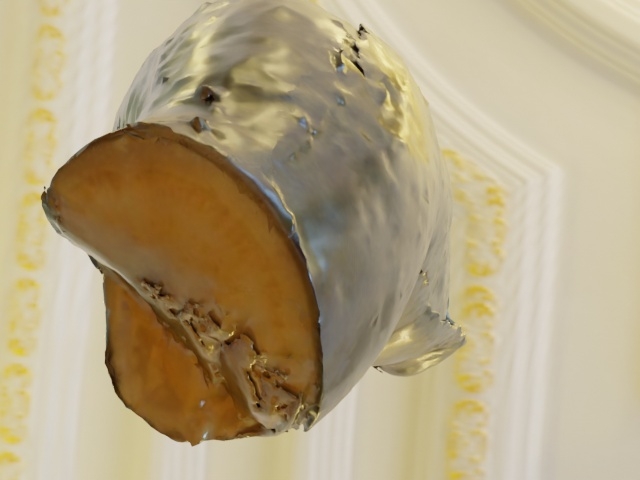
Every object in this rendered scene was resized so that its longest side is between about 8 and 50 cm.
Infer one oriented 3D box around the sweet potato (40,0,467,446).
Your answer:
[{"bbox_3d":[-0.007,0.001,0.500,0.085,0.286,0.112,-7,-99,5],"label":"sweet potato"}]
